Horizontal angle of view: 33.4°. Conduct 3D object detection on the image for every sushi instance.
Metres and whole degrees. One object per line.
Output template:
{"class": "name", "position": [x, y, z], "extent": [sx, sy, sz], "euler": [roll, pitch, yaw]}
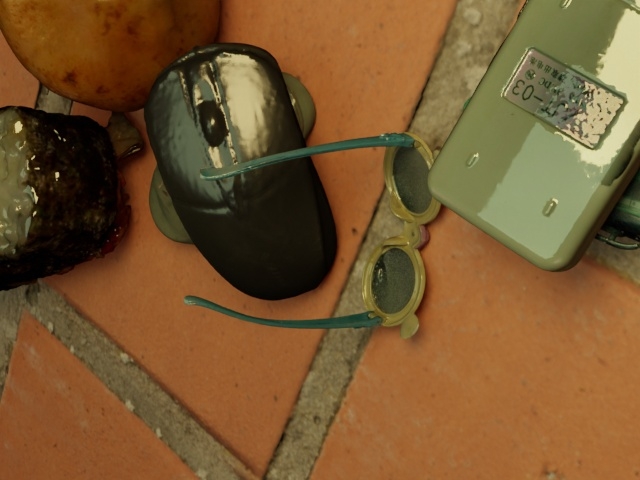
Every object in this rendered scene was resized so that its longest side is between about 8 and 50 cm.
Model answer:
{"class": "sushi", "position": [-0.345, -0.051, 1.241], "extent": [0.343, 0.182, 0.196], "euler": [-19, 83, 41]}

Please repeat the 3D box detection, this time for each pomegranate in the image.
{"class": "pomegranate", "position": [-0.205, -0.251, 1.044], "extent": [0.248, 0.248, 0.248], "euler": [11, 107, 39]}

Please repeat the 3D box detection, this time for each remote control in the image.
{"class": "remote control", "position": [0.200, -0.131, 0.786], "extent": [0.140, 0.056, 0.296], "euler": [35, 104, 24]}

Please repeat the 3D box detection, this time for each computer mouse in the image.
{"class": "computer mouse", "position": [-0.070, -0.050, 0.997], "extent": [0.138, 0.086, 0.269], "euler": [-17, 112, 10]}

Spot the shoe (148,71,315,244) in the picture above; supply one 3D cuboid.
{"class": "shoe", "position": [-0.111, -0.077, 1.082], "extent": [0.251, 0.100, 0.103], "euler": [-40, 71, 35]}

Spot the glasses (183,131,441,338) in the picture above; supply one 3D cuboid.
{"class": "glasses", "position": [-0.009, -0.012, 0.959], "extent": [0.088, 0.221, 0.189], "euler": [-115, 31, -64]}

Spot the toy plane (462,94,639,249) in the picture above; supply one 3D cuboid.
{"class": "toy plane", "position": [0.208, -0.060, 0.839], "extent": [0.235, 0.060, 0.096], "euler": [27, 109, 30]}
